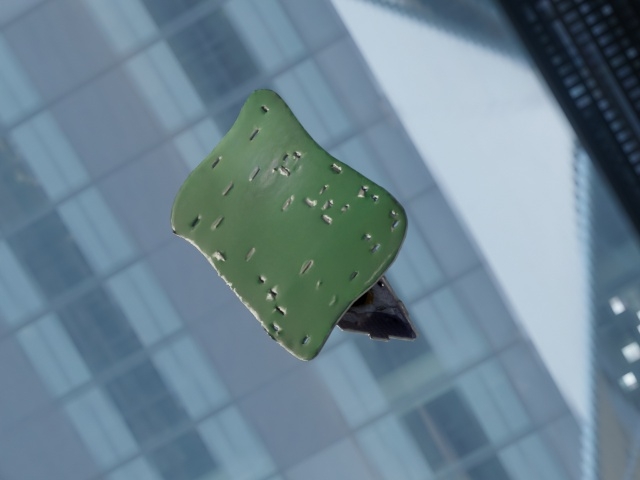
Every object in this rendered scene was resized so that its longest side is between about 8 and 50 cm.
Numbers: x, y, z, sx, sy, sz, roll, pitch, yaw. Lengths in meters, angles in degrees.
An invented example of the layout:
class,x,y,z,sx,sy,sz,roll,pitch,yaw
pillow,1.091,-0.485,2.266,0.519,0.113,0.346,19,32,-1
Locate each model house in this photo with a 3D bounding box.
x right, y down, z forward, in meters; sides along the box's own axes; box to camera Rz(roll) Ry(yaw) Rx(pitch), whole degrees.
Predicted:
class,x,y,z,sx,sy,sz,roll,pitch,yaw
model house,0.000,0.000,1.249,0.167,0.117,0.088,42,-171,36
